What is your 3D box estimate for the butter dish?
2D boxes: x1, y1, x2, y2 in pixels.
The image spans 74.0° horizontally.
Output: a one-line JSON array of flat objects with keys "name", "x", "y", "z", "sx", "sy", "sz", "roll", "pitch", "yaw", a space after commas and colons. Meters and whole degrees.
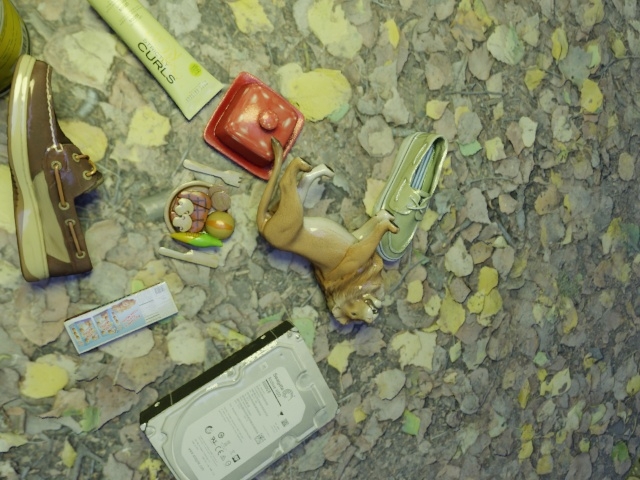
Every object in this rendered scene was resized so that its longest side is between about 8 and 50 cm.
[{"name": "butter dish", "x": -0.109, "y": -0.215, "z": 0.782, "sx": 0.160, "sy": 0.118, "sz": 0.160, "roll": 32, "pitch": 84, "yaw": -22}]

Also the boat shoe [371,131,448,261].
[{"name": "boat shoe", "x": 0.193, "y": -0.099, "z": 0.934, "sx": 0.109, "sy": 0.094, "sz": 0.302, "roll": 16, "pitch": 90, "yaw": -24}]

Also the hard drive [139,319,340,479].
[{"name": "hard drive", "x": -0.148, "y": 0.350, "z": 0.860, "sx": 0.339, "sy": 0.064, "sz": 0.237, "roll": -30, "pitch": 107, "yaw": -18}]

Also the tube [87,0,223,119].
[{"name": "tube", "x": -0.282, "y": -0.332, "z": 0.731, "sx": 0.070, "sy": 0.062, "sz": 0.240, "roll": -30, "pitch": 118, "yaw": 25}]

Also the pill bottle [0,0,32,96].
[{"name": "pill bottle", "x": -0.484, "y": -0.286, "z": 0.498, "sx": 0.188, "sy": 0.334, "sz": 0.188, "roll": -2, "pitch": 96, "yaw": -22}]

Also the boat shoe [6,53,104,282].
[{"name": "boat shoe", "x": -0.409, "y": -0.102, "z": 0.667, "sx": 0.123, "sy": 0.123, "sz": 0.342, "roll": -3, "pitch": 106, "yaw": -32}]

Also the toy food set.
[{"name": "toy food set", "x": -0.222, "y": -0.049, "z": 0.795, "sx": 0.132, "sy": 0.038, "sz": 0.192, "roll": 14, "pitch": 90, "yaw": -23}]

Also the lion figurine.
[{"name": "lion figurine", "x": 0.000, "y": 0.000, "z": 0.835, "sx": 0.392, "sy": 0.142, "sz": 0.240, "roll": 36, "pitch": 109, "yaw": -18}]

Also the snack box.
[{"name": "snack box", "x": -0.357, "y": 0.136, "z": 0.769, "sx": 0.178, "sy": 0.022, "sz": 0.064, "roll": -22, "pitch": 105, "yaw": -19}]
